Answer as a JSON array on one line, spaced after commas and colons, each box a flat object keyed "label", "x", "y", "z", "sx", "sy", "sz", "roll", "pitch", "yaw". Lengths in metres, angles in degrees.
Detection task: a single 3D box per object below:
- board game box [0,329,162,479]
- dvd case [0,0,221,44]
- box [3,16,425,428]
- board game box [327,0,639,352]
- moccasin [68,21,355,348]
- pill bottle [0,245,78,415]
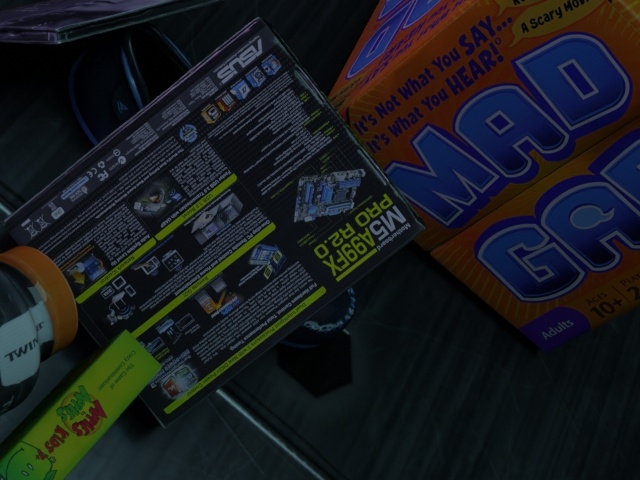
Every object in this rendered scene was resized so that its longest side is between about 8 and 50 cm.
[{"label": "board game box", "x": -0.203, "y": 0.151, "z": 0.954, "sx": 0.043, "sy": 0.092, "sz": 0.181, "roll": 47, "pitch": 46, "yaw": -8}, {"label": "dvd case", "x": -0.195, "y": -0.205, "z": 1.124, "sx": 0.221, "sy": 0.164, "sz": 0.018, "roll": -25, "pitch": 116, "yaw": -44}, {"label": "box", "x": -0.085, "y": -0.014, "z": 1.039, "sx": 0.216, "sy": 0.270, "sz": 0.060, "roll": 51, "pitch": 6, "yaw": -3}, {"label": "board game box", "x": 0.270, "y": -0.177, "z": 1.319, "sx": 0.356, "sy": 0.356, "sz": 0.356, "roll": 40, "pitch": 45, "yaw": -14}, {"label": "moccasin", "x": -0.092, "y": -0.045, "z": 1.129, "sx": 0.342, "sy": 0.117, "sz": 0.138, "roll": 45, "pitch": 51, "yaw": -6}, {"label": "pill bottle", "x": -0.289, "y": 0.086, "z": 0.897, "sx": 0.245, "sy": 0.130, "sz": 0.130, "roll": -30, "pitch": 86, "yaw": -44}]
